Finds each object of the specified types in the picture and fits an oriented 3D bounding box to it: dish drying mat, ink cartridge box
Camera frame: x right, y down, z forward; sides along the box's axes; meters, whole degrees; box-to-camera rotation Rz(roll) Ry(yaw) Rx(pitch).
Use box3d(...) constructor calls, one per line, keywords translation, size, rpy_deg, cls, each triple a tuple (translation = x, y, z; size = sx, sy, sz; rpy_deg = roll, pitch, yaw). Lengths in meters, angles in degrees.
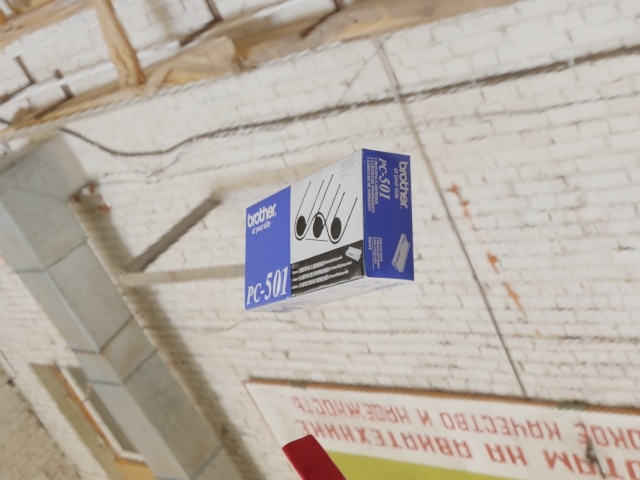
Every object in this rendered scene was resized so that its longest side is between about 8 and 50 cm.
box3d(translation=(-0.003, 0.192, 0.744), size=(0.032, 0.008, 0.083), rpy_deg=(-15, -152, -20), cls="dish drying mat")
box3d(translation=(0.000, 0.000, 0.724), size=(0.046, 0.097, 0.207), rpy_deg=(6, 167, -28), cls="ink cartridge box")
